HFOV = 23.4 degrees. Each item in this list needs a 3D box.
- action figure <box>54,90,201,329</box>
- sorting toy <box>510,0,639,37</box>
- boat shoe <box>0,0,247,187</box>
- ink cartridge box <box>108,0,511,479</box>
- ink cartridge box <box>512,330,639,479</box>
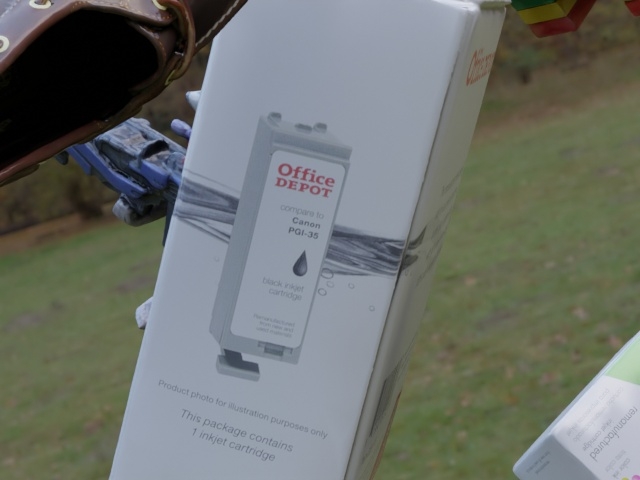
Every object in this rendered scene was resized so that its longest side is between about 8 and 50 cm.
[{"bbox_3d":[-0.085,-0.035,1.331,0.178,0.341,0.330,-39,-25,-35],"label":"action figure"},{"bbox_3d":[0.251,-0.268,1.155,0.257,0.089,0.255,-4,45,54],"label":"sorting toy"},{"bbox_3d":[-0.083,-0.070,0.555,0.073,0.073,0.207,19,45,36],"label":"boat shoe"},{"bbox_3d":[0.000,0.000,0.791,0.117,0.283,0.207,16,11,8],"label":"ink cartridge box"},{"bbox_3d":[0.396,0.272,1.547,0.207,0.353,0.119,-41,-10,-29],"label":"ink cartridge box"}]
